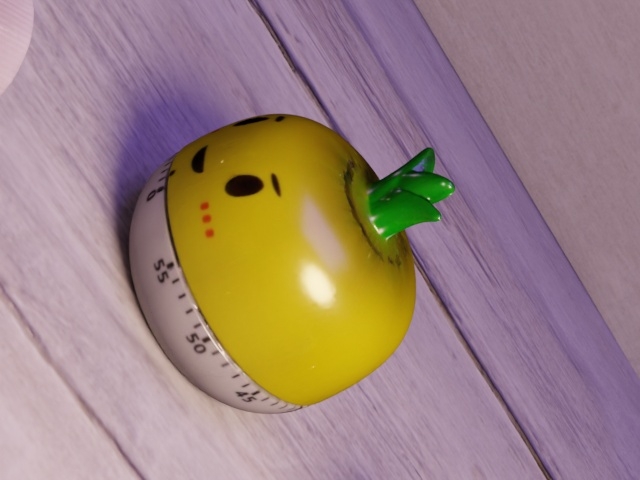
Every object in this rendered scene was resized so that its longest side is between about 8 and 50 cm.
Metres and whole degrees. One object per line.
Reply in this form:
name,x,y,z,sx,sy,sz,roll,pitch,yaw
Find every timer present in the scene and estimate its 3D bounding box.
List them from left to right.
timer,0.000,0.000,1.007,0.285,0.285,0.285,47,28,-35

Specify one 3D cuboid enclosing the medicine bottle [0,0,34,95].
medicine bottle,-0.309,-0.172,0.708,0.250,0.133,0.133,24,44,-56
